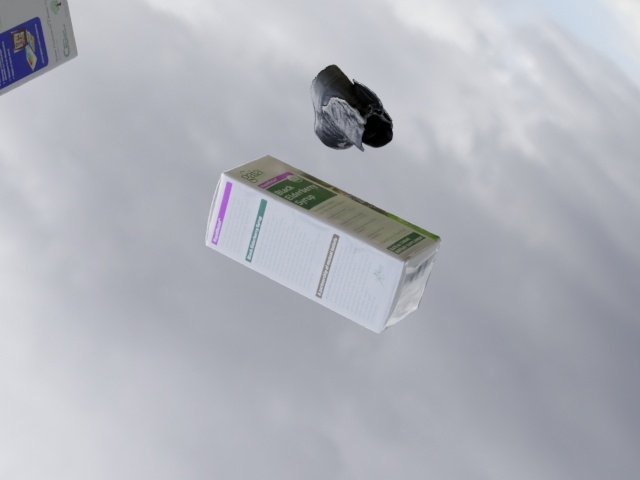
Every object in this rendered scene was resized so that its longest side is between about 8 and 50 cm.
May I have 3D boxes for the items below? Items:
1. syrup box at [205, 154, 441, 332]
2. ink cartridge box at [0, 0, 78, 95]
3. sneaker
[{"bbox_3d":[0.000,0.000,1.755,0.237,0.096,0.093,27,-153,22],"label":"syrup box"},{"bbox_3d":[-0.412,-0.255,1.934,0.332,0.065,0.165,-44,-50,-60],"label":"ink cartridge box"},{"bbox_3d":[0.035,-0.115,1.591,0.089,0.051,0.170,44,169,23],"label":"sneaker"}]
